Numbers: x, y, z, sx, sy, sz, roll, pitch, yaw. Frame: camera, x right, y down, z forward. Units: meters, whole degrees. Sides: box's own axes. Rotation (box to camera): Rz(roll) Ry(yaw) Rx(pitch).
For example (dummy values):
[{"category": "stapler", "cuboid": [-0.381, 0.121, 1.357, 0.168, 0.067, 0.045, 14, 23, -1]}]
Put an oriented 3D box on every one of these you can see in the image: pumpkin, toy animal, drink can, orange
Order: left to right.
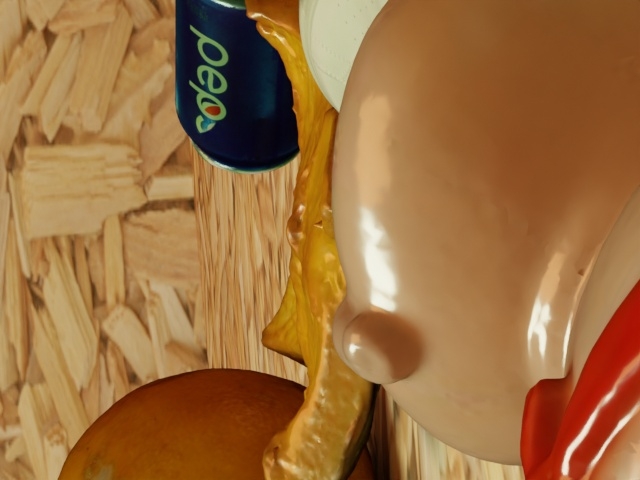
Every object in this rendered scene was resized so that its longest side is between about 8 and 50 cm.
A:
[{"category": "orange", "cuboid": [-0.068, 0.217, 1.333, 0.261, 0.261, 0.261, 175, 90, -81]}, {"category": "drink can", "cuboid": [-0.050, -0.148, 1.397, 0.205, 0.118, 0.118, 96, 166, -50]}, {"category": "pumpkin", "cuboid": [0.004, -0.011, 1.195, 0.258, 0.095, 0.290, -108, 19, -72]}, {"category": "toy animal", "cuboid": [0.095, 0.020, 0.376, 0.198, 0.171, 0.171, 45, 144, 44]}]

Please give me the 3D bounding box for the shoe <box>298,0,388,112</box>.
[{"category": "shoe", "cuboid": [0.050, -0.103, 0.845, 0.265, 0.095, 0.110, 103, 160, -57]}]
